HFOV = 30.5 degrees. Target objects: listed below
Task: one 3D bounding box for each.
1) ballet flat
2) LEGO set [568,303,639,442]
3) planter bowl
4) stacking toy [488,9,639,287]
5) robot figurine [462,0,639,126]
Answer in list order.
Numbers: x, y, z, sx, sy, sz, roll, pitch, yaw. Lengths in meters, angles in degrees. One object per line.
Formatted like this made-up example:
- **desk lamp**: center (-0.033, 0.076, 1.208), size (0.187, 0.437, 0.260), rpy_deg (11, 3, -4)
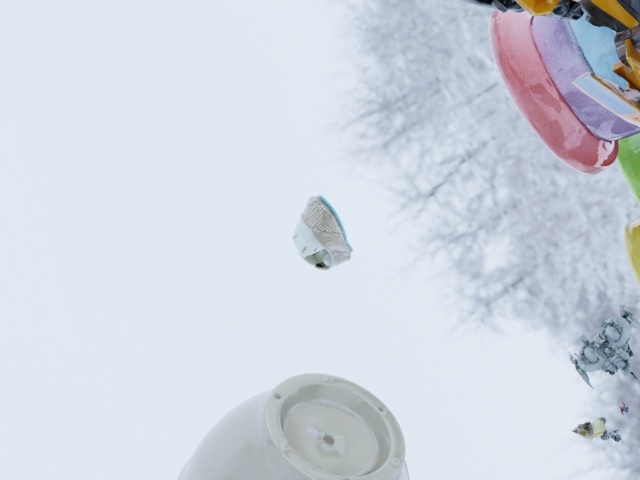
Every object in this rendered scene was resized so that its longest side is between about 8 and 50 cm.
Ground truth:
- **ballet flat**: center (0.000, 0.000, 1.549), size (0.073, 0.067, 0.206), rpy_deg (54, 177, 20)
- **LEGO set**: center (0.161, 0.072, 0.664), size (0.023, 0.054, 0.083), rpy_deg (31, -129, -37)
- **planter bowl**: center (-0.007, 0.157, 0.772), size (0.162, 0.109, 0.162), rpy_deg (15, -142, -12)
- **stacking toy**: center (0.278, -0.095, 0.921), size (0.309, 0.130, 0.279), rpy_deg (53, -152, -10)
- **robot figurine**: center (0.188, -0.135, 0.579), size (0.291, 0.211, 0.085), rpy_deg (25, -128, -34)
